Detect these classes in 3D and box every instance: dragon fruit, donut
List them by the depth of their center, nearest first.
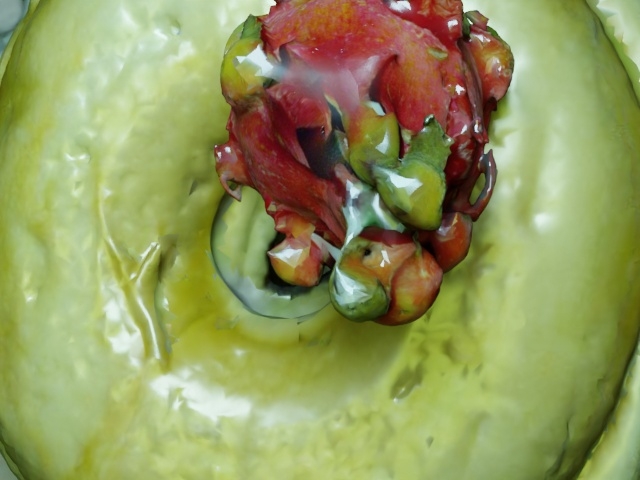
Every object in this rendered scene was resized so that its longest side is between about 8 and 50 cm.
[{"bbox_3d":[0.020,-0.040,0.749,0.133,0.150,0.208,-26,39,23],"label":"dragon fruit"},{"bbox_3d":[0.000,0.000,0.918,0.448,0.198,0.449,0,90,14],"label":"donut"}]
